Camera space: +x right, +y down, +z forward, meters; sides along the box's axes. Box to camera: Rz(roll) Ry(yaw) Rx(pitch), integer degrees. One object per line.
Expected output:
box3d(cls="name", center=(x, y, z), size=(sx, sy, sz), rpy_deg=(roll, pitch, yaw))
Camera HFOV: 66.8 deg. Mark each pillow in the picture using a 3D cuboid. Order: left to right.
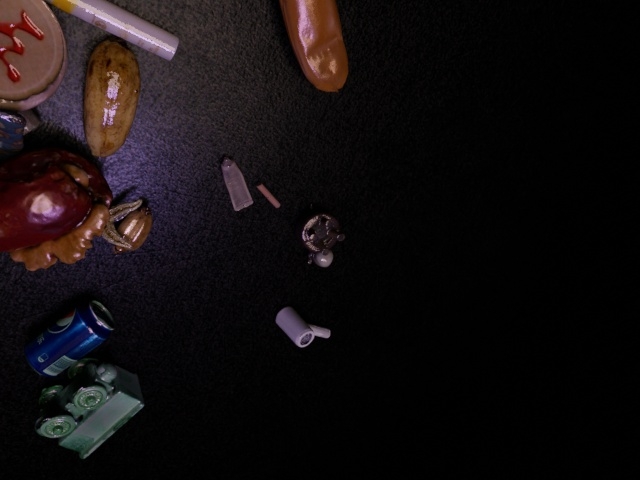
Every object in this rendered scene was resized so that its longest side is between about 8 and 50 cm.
box3d(cls="pillow", center=(-0.663, -0.209, 0.908), size=(0.189, 0.255, 0.034), rpy_deg=(13, 75, -32))

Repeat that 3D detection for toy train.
box3d(cls="toy train", center=(-0.645, 0.453, 1.342), size=(0.266, 0.145, 0.202), rpy_deg=(-41, 131, -1))

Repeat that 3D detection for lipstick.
box3d(cls="lipstick", center=(-0.424, -0.453, 0.994), size=(0.264, 0.059, 0.059), rpy_deg=(18, 108, -34))
box3d(cls="lipstick", center=(-0.145, -0.126, 1.355), size=(0.019, 0.019, 0.094), rpy_deg=(-42, 128, -1))

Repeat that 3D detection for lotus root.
box3d(cls="lotus root", center=(-0.450, -0.301, 1.047), size=(0.110, 0.097, 0.258), rpy_deg=(1, 120, -32))
box3d(cls="lotus root", center=(-0.469, -0.022, 1.214), size=(0.072, 0.063, 0.152), rpy_deg=(37, 95, -26))

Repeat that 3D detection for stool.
box3d(cls="stool", center=(0.000, 0.000, 1.445), size=(0.125, 0.121, 0.217), rpy_deg=(-17, 119, -21))

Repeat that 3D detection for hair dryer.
box3d(cls="hair dryer", center=(-0.035, 0.303, 1.607), size=(0.073, 0.131, 0.236), rpy_deg=(-54, 141, 5))

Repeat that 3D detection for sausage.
box3d(cls="sausage", center=(-0.020, -0.516, 1.140), size=(0.134, 0.116, 0.354), rpy_deg=(-36, 132, -23))

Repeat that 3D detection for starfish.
box3d(cls="starfish", center=(-0.518, -0.040, 1.159), size=(0.208, 0.053, 0.176), rpy_deg=(-41, 91, -2))

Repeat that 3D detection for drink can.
box3d(cls="drink can", center=(-0.640, 0.250, 1.245), size=(0.205, 0.118, 0.118), rpy_deg=(-36, 128, -6))

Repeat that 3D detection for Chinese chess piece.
box3d(cls="Chinese chess piece", center=(-0.597, -0.357, 0.878), size=(0.250, 0.103, 0.249), rpy_deg=(-4, 96, -40))

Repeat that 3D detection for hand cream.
box3d(cls="hand cream", center=(-0.227, -0.152, 1.295), size=(0.057, 0.037, 0.165), rpy_deg=(-26, 134, -13))

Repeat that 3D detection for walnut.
box3d(cls="walnut", center=(-0.592, -0.058, 1.035), size=(0.269, 0.222, 0.244), rpy_deg=(-28, 104, 9))

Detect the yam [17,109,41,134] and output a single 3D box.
box3d(cls="yam", center=(-0.643, -0.287, 0.968), size=(0.068, 0.068, 0.169), rpy_deg=(-33, 126, -7))
